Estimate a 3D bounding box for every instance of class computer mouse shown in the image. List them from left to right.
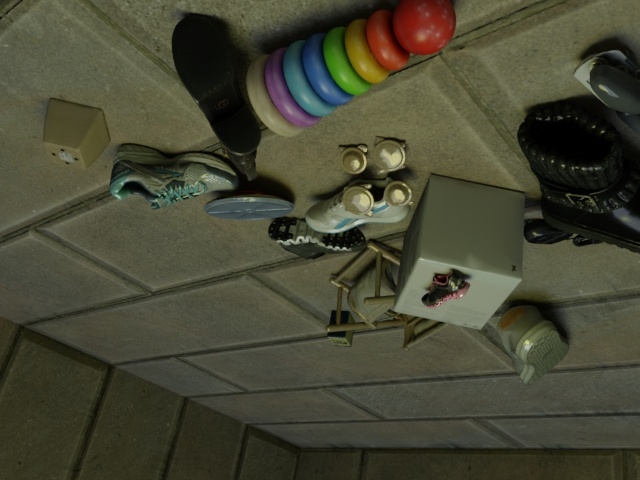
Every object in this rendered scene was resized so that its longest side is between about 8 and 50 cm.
[{"bbox_3d":[0.496,-0.018,1.304,0.242,0.041,0.071,4,158,-34],"label":"computer mouse"}]

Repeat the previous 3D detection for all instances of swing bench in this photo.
[{"bbox_3d":[0.179,0.150,1.646,0.254,0.165,0.253,15,151,-17],"label":"swing bench"}]

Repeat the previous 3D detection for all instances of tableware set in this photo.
[{"bbox_3d":[0.105,-0.122,1.264,0.141,0.020,0.169,-1,118,19],"label":"tableware set"}]

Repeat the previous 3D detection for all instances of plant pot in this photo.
[{"bbox_3d":[-0.503,-0.207,1.321,0.109,0.096,0.109,13,151,-1],"label":"plant pot"}]

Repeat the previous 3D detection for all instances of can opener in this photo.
[{"bbox_3d":[0.492,-0.189,0.993,0.283,0.095,0.076,29,147,-28],"label":"can opener"}]

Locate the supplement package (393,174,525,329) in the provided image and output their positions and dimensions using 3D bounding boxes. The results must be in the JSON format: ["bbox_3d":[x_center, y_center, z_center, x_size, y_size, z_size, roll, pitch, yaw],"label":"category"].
[{"bbox_3d":[0.282,0.031,1.352,0.199,0.198,0.263,12,151,1],"label":"supplement package"}]

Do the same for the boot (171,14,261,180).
[{"bbox_3d":[-0.175,-0.232,1.128,0.091,0.263,0.229,-23,-178,-7],"label":"boot"}]

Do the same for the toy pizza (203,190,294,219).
[{"bbox_3d":[-0.158,-0.080,1.445,0.201,0.032,0.201,-2,171,0],"label":"toy pizza"}]

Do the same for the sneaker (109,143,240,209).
[{"bbox_3d":[-0.312,-0.115,1.385,0.283,0.122,0.110,6,150,8],"label":"sneaker"}]

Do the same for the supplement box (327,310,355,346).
[{"bbox_3d":[0.063,0.267,1.967,0.056,0.083,0.083,2,151,20],"label":"supplement box"}]

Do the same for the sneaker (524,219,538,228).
[{"bbox_3d":[0.471,-0.013,1.369,0.098,0.038,0.069,-2,148,24],"label":"sneaker"}]

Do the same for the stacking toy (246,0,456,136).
[{"bbox_3d":[0.049,-0.279,0.984,0.330,0.141,0.141,-20,139,33],"label":"stacking toy"}]

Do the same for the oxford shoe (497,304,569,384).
[{"bbox_3d":[0.578,0.285,1.784,0.130,0.169,0.449,47,180,34],"label":"oxford shoe"}]

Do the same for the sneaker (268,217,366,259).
[{"bbox_3d":[0.000,0.000,1.532,0.234,0.078,0.106,5,153,19],"label":"sneaker"}]

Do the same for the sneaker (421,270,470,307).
[{"bbox_3d":[0.228,0.089,1.236,0.057,0.047,0.119,44,141,-9],"label":"sneaker"}]

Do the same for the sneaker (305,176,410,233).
[{"bbox_3d":[0.067,-0.079,1.364,0.228,0.087,0.092,-11,137,23],"label":"sneaker"}]

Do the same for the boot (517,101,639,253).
[{"bbox_3d":[0.507,-0.095,1.066,0.348,0.131,0.260,10,154,31],"label":"boot"}]
